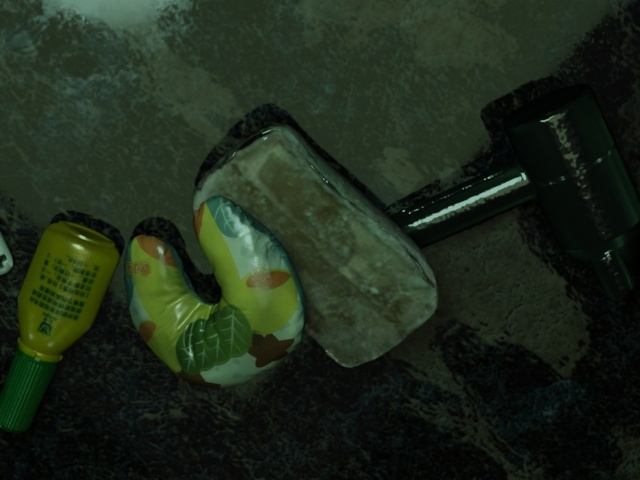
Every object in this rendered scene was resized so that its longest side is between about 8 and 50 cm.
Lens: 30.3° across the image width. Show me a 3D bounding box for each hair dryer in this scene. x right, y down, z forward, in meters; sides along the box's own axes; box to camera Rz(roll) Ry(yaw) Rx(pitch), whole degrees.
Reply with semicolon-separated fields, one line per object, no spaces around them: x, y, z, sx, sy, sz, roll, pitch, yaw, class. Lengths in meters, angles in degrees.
0.228;-0.016;1.410;0.302;0.116;0.244;-23;103;12;hair dryer

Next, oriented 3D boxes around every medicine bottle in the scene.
-0.324;0.107;1.400;0.095;0.064;0.260;23;99;-7;medicine bottle

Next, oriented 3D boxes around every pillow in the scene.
-0.126;0.067;1.367;0.233;0.086;0.214;-22;101;35;pillow

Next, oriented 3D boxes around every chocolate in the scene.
0.000;0.000;1.379;0.303;0.100;0.185;46;118;-9;chocolate

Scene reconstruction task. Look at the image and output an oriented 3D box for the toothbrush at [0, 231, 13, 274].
-0.445;-0.149;1.346;0.042;0.040;0.418;-21;103;-2;toothbrush
